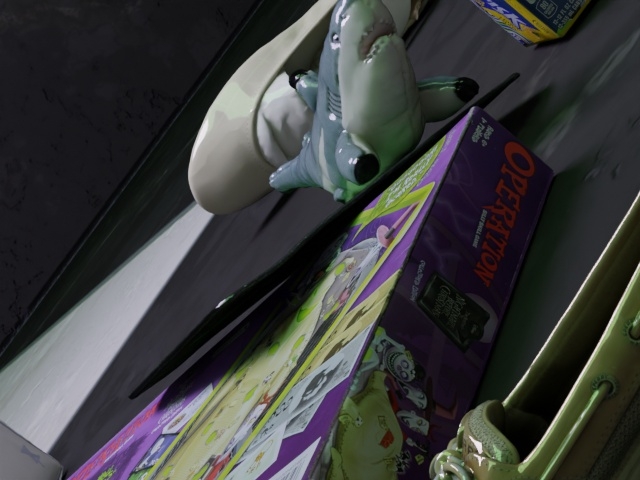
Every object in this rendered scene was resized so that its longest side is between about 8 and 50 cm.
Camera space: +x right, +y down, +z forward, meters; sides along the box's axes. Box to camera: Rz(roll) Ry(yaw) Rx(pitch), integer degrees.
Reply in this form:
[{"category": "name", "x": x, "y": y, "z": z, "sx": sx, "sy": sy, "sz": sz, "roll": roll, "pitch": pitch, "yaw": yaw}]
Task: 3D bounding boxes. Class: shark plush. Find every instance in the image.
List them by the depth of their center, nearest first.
[{"category": "shark plush", "x": 0.013, "y": -0.059, "z": 0.709, "sx": 0.073, "sy": 0.067, "sz": 0.161, "roll": -39, "pitch": -2, "yaw": -14}]

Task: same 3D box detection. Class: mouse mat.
[{"category": "mouse mat", "x": 0.000, "y": 0.000, "z": 0.695, "sx": 0.189, "sy": 0.007, "sz": 0.152, "roll": -39, "pitch": -2, "yaw": -29}]

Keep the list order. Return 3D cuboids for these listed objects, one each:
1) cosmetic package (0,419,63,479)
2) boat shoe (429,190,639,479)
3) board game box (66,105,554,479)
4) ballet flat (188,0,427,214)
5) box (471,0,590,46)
[{"category": "cosmetic package", "x": -0.323, "y": 0.254, "z": 1.071, "sx": 0.296, "sy": 0.129, "sz": 0.153, "roll": -50, "pitch": 9, "yaw": 8}, {"category": "boat shoe", "x": 0.057, "y": 0.036, "z": 0.360, "sx": 0.153, "sy": 0.048, "sz": 0.056, "roll": -49, "pitch": 10, "yaw": 15}, {"category": "board game box", "x": -0.054, "y": 0.111, "z": 0.615, "sx": 0.347, "sy": 0.056, "sz": 0.208, "roll": -43, "pitch": 18, "yaw": 42}, {"category": "ballet flat", "x": 0.000, "y": -0.118, "z": 1.105, "sx": 0.248, "sy": 0.086, "sz": 0.086, "roll": -54, "pitch": 10, "yaw": -17}, {"category": "box", "x": 0.133, "y": -0.174, "z": 0.728, "sx": 0.169, "sy": 0.059, "sz": 0.054, "roll": -53, "pitch": 9, "yaw": -4}]
